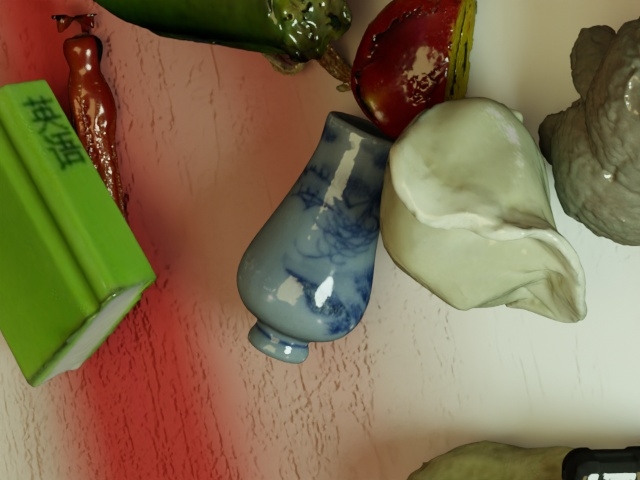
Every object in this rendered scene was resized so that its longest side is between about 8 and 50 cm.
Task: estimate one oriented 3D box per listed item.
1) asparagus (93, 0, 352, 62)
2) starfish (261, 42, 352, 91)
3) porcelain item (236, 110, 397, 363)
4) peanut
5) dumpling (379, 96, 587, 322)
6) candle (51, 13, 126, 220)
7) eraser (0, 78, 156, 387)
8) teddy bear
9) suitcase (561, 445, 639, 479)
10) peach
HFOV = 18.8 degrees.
[{"bbox_3d":[-0.138,-0.259,1.984,0.382,0.108,0.128,13,152,42],"label":"asparagus"},{"bbox_3d":[-0.015,-0.250,1.991,0.150,0.053,0.209,-27,92,42],"label":"starfish"},{"bbox_3d":[0.000,0.000,1.982,0.141,0.141,0.259,26,104,21],"label":"porcelain item"},{"bbox_3d":[0.183,0.265,1.944,0.224,0.129,0.129,-3,99,19],"label":"peanut"},{"bbox_3d":[0.168,-0.019,1.819,0.243,0.318,0.187,34,85,20],"label":"dumpling"},{"bbox_3d":[-0.245,-0.089,2.139,0.051,0.048,0.329,2,103,46],"label":"candle"},{"bbox_3d":[-0.310,-0.008,2.129,0.210,0.092,0.274,-45,70,41],"label":"eraser"},{"bbox_3d":[0.308,-0.097,1.753,0.236,0.151,0.267,46,158,15],"label":"teddy bear"},{"bbox_3d":[0.329,0.337,1.863,0.206,0.066,0.285,-1,102,-6],"label":"suitcase"},{"bbox_3d":[0.098,-0.178,1.910,0.127,0.092,0.172,40,118,19],"label":"peach"}]
